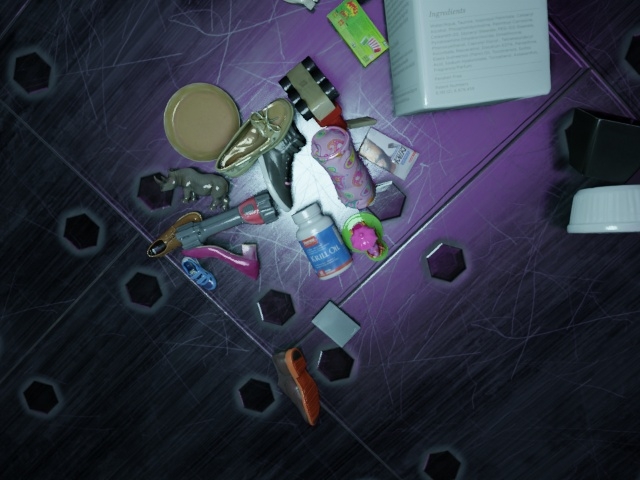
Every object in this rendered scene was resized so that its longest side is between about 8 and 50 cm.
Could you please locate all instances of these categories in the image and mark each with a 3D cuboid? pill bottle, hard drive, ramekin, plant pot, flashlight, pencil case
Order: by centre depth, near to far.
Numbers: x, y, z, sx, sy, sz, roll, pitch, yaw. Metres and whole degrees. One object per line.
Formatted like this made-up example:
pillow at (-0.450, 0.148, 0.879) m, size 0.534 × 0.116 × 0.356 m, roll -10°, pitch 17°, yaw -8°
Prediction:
ramekin at (0.847, -0.085, 1.531) m, size 0.273 × 0.273 × 0.127 m, roll -2°, pitch 89°, yaw 4°
plant pot at (0.816, -0.267, 1.539) m, size 0.188 × 0.187 × 0.167 m, roll 13°, pitch 113°, yaw 0°
pencil case at (0.070, -0.200, 1.552) m, size 0.124 × 0.284 × 0.124 m, roll -11°, pitch 57°, yaw 18°
plant pot at (-0.361, -0.361, 1.658) m, size 0.236 × 0.032 × 0.236 m, roll 1°, pitch 101°, yaw 4°
pill bottle at (0.000, 0.000, 1.661) m, size 0.124 × 0.124 × 0.221 m, roll -28°, pitch 98°, yaw 8°
flashlight at (-0.285, -0.056, 1.663) m, size 0.304 × 0.103 × 0.103 m, roll -22°, pitch 120°, yaw 2°
hard drive at (0.051, 0.273, 1.764) m, size 0.135 × 0.022 × 0.094 m, roll 41°, pitch 100°, yaw -5°

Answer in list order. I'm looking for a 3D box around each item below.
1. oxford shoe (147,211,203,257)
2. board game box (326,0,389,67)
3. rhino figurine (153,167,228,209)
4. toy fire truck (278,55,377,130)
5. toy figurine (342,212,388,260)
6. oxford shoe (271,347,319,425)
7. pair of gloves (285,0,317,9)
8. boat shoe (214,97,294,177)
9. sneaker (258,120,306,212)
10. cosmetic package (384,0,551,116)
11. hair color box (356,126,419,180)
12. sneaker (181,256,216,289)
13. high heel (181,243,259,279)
oxford shoe at (-0.461, -0.012, 1.712) m, size 0.212 × 0.076 × 0.076 m, roll -39°, pitch 95°, yaw 8°
board game box at (0.110, -0.607, 1.574) m, size 0.092 × 0.043 × 0.181 m, roll -38°, pitch 97°, yaw 9°
rhino figurine at (-0.400, -0.170, 1.678) m, size 0.243 × 0.073 × 0.106 m, roll 14°, pitch 106°, yaw 2°
toy fire truck at (0.029, -0.395, 1.571) m, size 0.158 × 0.217 × 0.246 m, roll -38°, pitch 139°, yaw 9°
toy figurine at (0.143, 0.008, 1.636) m, size 0.130 × 0.159 × 0.173 m, roll -38°, pitch 97°, yaw 10°
oxford shoe at (-0.080, 0.487, 1.792) m, size 0.098 × 0.097 × 0.271 m, roll -16°, pitch 96°, yaw 26°
pair of gloves at (-0.061, -0.809, 1.545) m, size 0.204 × 0.042 × 0.240 m, roll 26°, pitch 101°, yaw -2°
boat shoe at (-0.187, -0.293, 1.547) m, size 0.104 × 0.089 × 0.285 m, roll 43°, pitch 99°, yaw 8°
sneaker at (-0.101, -0.239, 1.627) m, size 0.147 × 0.104 × 0.296 m, roll -17°, pitch 96°, yaw 12°
cosmetic package at (0.365, -0.547, 1.408) m, size 0.327 × 0.329 × 0.394 m, roll -8°, pitch 101°, yaw -3°
hair color box at (0.203, -0.262, 1.633) m, size 0.167 × 0.053 × 0.093 m, roll 28°, pitch 102°, yaw -1°
sneaker at (-0.395, 0.108, 1.739) m, size 0.053 × 0.059 × 0.144 m, roll -42°, pitch 97°, yaw 8°
high heel at (-0.317, 0.071, 1.718) m, size 0.244 × 0.082 × 0.117 m, roll -1°, pitch 93°, yaw -9°
